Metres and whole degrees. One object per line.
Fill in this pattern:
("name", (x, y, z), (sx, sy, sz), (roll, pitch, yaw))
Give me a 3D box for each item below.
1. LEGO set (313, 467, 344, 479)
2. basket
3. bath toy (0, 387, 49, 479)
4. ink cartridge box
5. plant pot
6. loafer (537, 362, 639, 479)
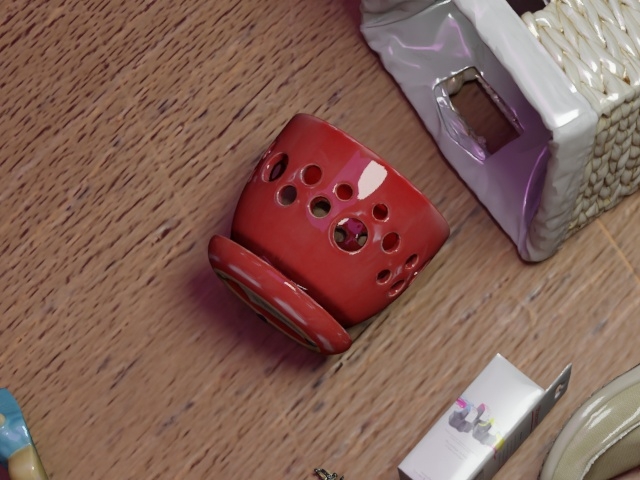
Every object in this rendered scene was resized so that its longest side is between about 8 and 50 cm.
("LEGO set", (-0.002, 0.259, 1.824), (0.054, 0.023, 0.083), (33, 63, 13))
("basket", (0.223, -0.216, 1.809), (0.266, 0.331, 0.328), (-32, 71, -9))
("bath toy", (-0.429, 0.267, 1.806), (0.348, 0.129, 0.151), (-20, 26, -4))
("ink cartridge box", (0.154, 0.175, 1.793), (0.061, 0.104, 0.181), (40, 77, 16))
("plant pot", (0.000, 0.000, 1.824), (0.191, 0.191, 0.174), (36, 80, 16))
("loafer", (0.314, 0.164, 1.785), (0.268, 0.102, 0.092), (-41, 66, -10))
